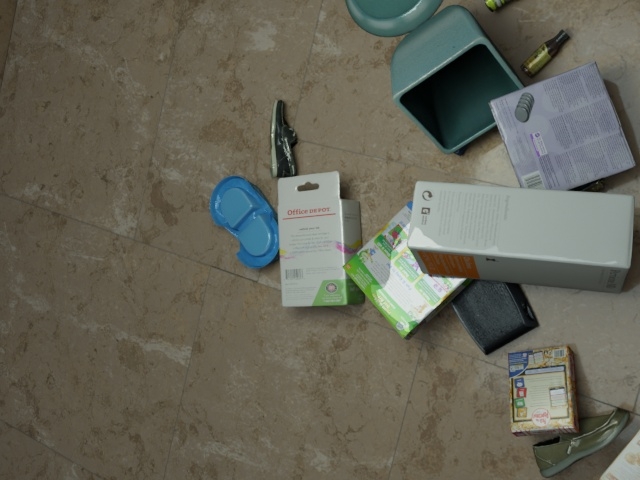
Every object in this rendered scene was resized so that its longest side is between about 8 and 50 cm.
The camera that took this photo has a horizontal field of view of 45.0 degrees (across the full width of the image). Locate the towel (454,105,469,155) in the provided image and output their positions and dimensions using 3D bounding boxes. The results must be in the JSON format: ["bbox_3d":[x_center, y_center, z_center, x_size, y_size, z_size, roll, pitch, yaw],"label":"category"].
[{"bbox_3d":[0.359,-0.276,1.946,0.067,0.029,0.119,38,106,28],"label":"towel"}]

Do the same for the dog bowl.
[{"bbox_3d":[-0.202,-0.054,2.246,0.166,0.074,0.297,-44,68,22],"label":"dog bowl"}]

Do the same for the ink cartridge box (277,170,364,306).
[{"bbox_3d":[0.000,0.000,2.096,0.207,0.119,0.353,-4,87,29],"label":"ink cartridge box"}]

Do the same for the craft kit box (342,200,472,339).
[{"bbox_3d":[0.221,0.074,1.914,0.247,0.061,0.250,-43,66,7],"label":"craft kit box"}]

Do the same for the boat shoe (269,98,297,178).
[{"bbox_3d":[-0.107,-0.291,2.210,0.079,0.084,0.233,-1,78,-7],"label":"boat shoe"}]

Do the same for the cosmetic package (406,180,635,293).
[{"bbox_3d":[0.438,-0.005,1.704,0.453,0.230,0.161,5,74,19],"label":"cosmetic package"}]

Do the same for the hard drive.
[{"bbox_3d":[0.398,0.136,1.893,0.172,0.054,0.254,-36,71,25],"label":"hard drive"}]

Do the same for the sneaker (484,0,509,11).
[{"bbox_3d":[0.439,-0.716,1.885,0.121,0.111,0.299,-11,88,20],"label":"sneaker"}]

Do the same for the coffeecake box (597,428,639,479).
[{"bbox_3d":[0.681,0.471,1.661,0.068,0.142,0.185,40,107,26],"label":"coffeecake box"}]

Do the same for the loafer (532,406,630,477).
[{"bbox_3d":[0.582,0.445,1.748,0.251,0.094,0.087,-42,73,23],"label":"loafer"}]

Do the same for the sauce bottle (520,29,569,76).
[{"bbox_3d":[0.536,-0.448,1.842,0.128,0.042,0.042,-46,67,19],"label":"sauce bottle"}]

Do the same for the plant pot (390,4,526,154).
[{"bbox_3d":[0.317,-0.413,1.853,0.248,0.247,0.252,-31,43,25],"label":"plant pot"}]

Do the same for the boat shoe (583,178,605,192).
[{"bbox_3d":[0.628,-0.134,1.769,0.045,0.050,0.135,40,108,31],"label":"boat shoe"}]

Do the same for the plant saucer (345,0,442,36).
[{"bbox_3d":[0.193,-0.704,2.055,0.318,0.044,0.317,-2,87,30],"label":"plant saucer"}]

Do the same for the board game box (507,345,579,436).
[{"bbox_3d":[0.511,0.347,1.779,0.147,0.045,0.193,-12,57,30],"label":"board game box"}]

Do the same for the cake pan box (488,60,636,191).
[{"bbox_3d":[0.538,-0.233,1.727,0.246,0.070,0.266,-22,89,15],"label":"cake pan box"}]
